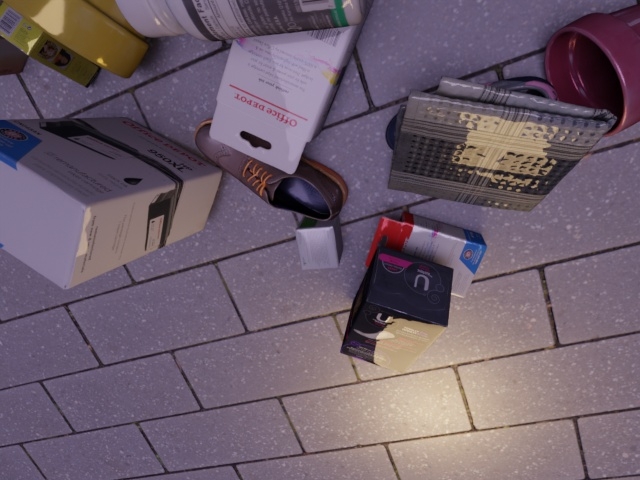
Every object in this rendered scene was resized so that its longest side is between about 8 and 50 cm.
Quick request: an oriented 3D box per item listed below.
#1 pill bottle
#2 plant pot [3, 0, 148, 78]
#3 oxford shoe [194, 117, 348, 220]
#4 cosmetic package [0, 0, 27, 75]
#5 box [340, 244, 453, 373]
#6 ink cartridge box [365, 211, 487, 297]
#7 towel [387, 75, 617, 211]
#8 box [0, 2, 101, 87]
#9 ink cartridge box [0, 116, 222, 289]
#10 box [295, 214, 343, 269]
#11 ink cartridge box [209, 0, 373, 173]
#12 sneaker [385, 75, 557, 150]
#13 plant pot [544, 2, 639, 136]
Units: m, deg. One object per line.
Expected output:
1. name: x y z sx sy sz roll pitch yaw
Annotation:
1. pill bottle: -0.118 -0.417 0.676 0.361 0.204 0.204 0 113 13
2. plant pot: -0.409 -0.476 0.823 0.254 0.254 0.239 37 100 -6
3. oxford shoe: -0.113 -0.153 0.950 0.364 0.133 0.130 24 117 0
4. cosmetic package: -0.659 -0.494 0.901 0.129 0.153 0.296 37 115 -8
5. box: 0.156 0.157 0.968 0.165 0.143 0.270 18 145 1
6. ink cartridge box: 0.228 0.023 0.993 0.231 0.078 0.134 17 114 3
7. towel: 0.293 -0.162 0.829 0.324 0.056 0.312 10 158 5
8. box: -0.530 -0.374 0.880 0.087 0.232 0.058 36 92 -5
9. ink cartridge box: -0.424 -0.105 0.867 0.285 0.395 0.166 29 113 9
10. box: 0.000 0.000 1.012 0.087 0.101 0.102 -3 112 11
11. ink cartridge box: -0.065 -0.334 0.874 0.207 0.119 0.353 25 114 1
12. sneaker: 0.276 -0.235 0.846 0.319 0.131 0.112 -16 109 17
13. plant pot: 0.519 -0.305 0.752 0.180 0.201 0.201 -29 105 4
